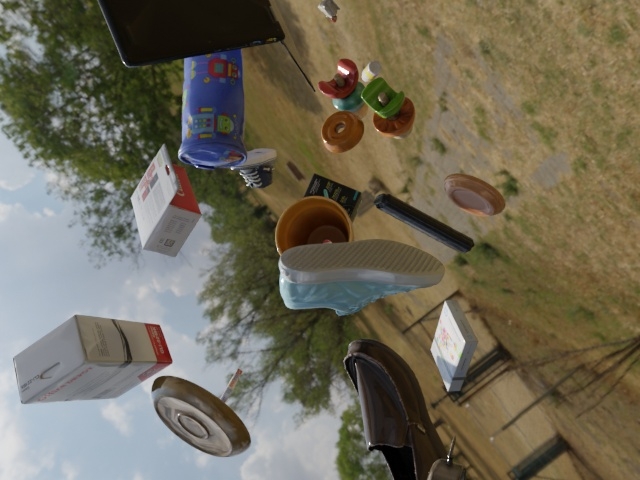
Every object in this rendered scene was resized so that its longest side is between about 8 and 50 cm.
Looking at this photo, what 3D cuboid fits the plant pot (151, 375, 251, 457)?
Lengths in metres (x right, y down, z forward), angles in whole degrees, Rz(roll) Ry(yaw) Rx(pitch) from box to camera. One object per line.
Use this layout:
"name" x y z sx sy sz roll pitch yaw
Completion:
"plant pot" -0.249 0.363 1.064 0.236 0.032 0.236 17 133 19

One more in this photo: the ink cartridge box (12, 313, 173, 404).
"ink cartridge box" -0.509 0.274 1.207 0.114 0.197 0.273 63 -166 22

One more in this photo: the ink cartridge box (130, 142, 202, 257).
"ink cartridge box" -0.536 -0.147 1.878 0.130 0.272 0.309 19 -152 -39

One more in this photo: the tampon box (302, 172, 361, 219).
"tampon box" 0.035 -0.115 1.647 0.161 0.121 0.101 23 174 10

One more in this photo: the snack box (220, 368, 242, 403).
"snack box" -0.289 0.472 1.714 0.022 0.064 0.178 31 -175 -1

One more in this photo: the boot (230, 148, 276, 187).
"boot" -0.149 -0.154 1.182 0.190 0.069 0.086 -33 -50 -64

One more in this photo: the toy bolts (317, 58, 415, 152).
"toy bolts" 0.092 -0.292 1.264 0.228 0.218 0.158 51 -175 34

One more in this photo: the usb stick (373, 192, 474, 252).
"usb stick" 0.264 -0.043 1.344 0.278 0.045 0.077 26 178 -13

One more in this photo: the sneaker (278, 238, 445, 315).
"sneaker" 0.087 0.090 1.171 0.135 0.365 0.150 -98 13 -54

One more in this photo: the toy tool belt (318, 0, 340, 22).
"toy tool belt" 0.034 -0.667 1.515 0.052 0.051 0.083 37 -170 30

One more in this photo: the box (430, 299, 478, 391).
"box" 0.339 0.270 1.358 0.145 0.038 0.186 -104 17 -51

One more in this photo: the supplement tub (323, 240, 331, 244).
"supplement tub" -0.009 0.019 1.860 0.191 0.191 0.272 54 -168 -56

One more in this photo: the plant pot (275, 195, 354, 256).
"plant pot" 0.000 0.000 1.453 0.205 0.205 0.188 53 -177 15

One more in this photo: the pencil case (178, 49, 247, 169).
"pencil case" -0.197 -0.277 0.968 0.133 0.119 0.306 -32 57 58

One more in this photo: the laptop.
"laptop" -0.218 -0.453 0.960 0.382 0.407 0.236 66 155 8

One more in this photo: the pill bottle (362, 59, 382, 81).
"pill bottle" 0.152 -0.509 1.601 0.043 0.043 0.083 53 167 -6

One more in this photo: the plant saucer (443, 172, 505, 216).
"plant saucer" 0.466 -0.132 1.627 0.199 0.037 0.200 30 166 8

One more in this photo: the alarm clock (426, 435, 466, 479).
"alarm clock" 0.220 0.438 0.940 0.064 0.192 0.129 12 -176 25

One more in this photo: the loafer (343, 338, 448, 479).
"loafer" 0.152 0.378 1.106 0.134 0.130 0.366 -38 79 46
